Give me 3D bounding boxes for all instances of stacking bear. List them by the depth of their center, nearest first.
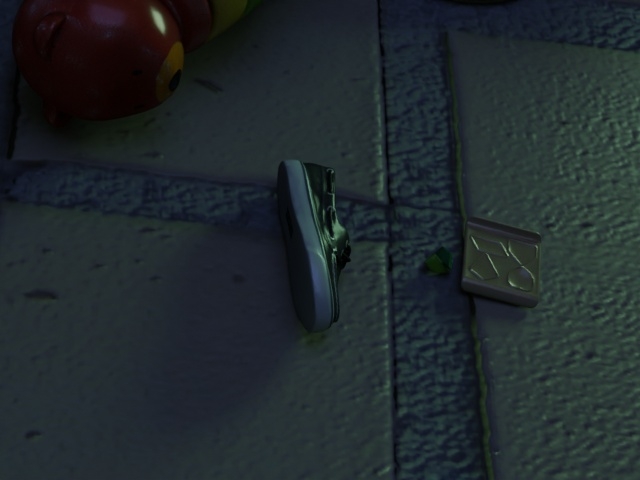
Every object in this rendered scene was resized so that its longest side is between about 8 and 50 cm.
[{"bbox_3d":[-0.108,-0.201,1.119,0.164,0.175,0.289,30,59,7],"label":"stacking bear"}]

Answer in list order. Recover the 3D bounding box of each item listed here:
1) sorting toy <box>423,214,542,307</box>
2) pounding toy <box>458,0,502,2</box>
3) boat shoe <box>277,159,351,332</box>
[{"bbox_3d":[0.114,0.013,1.093,0.083,0.012,0.062,15,55,-7],"label":"sorting toy"},{"bbox_3d":[0.145,-0.304,1.286,0.237,0.110,0.183,-23,61,-28],"label":"pounding toy"},{"bbox_3d":[0.000,0.000,1.052,0.040,0.049,0.142,1,51,-14],"label":"boat shoe"}]
